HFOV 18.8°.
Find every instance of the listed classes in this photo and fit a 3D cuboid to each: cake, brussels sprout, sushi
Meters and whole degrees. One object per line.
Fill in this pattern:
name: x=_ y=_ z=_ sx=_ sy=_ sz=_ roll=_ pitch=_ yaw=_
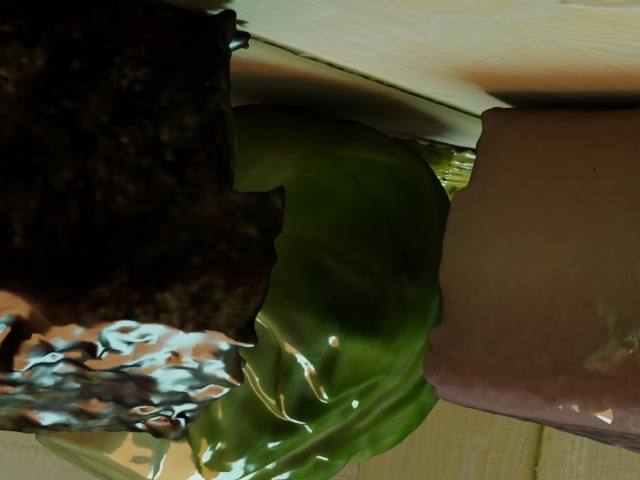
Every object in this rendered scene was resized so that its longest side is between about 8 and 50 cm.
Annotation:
cake: x=0.246 y=0.037 z=1.376 sx=0.230 sy=0.237 sz=0.309 roll=4 pitch=172 yaw=33
brussels sprout: x=-0.060 y=0.053 z=1.493 sx=0.281 sy=0.354 sz=0.289 roll=32 pitch=164 yaw=35
sushi: x=-0.195 y=-0.020 z=1.210 sx=0.294 sy=0.281 sz=0.299 roll=3 pitch=169 yaw=-14

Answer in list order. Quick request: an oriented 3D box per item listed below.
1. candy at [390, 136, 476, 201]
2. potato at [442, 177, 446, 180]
candy: x=0.084 y=0.001 z=1.713 sx=0.187 sy=0.081 sz=0.297 roll=4 pitch=150 yaw=-20
potato: x=0.052 y=-0.022 z=1.790 sx=0.172 sy=0.089 sz=0.100 roll=8 pitch=172 yaw=14
